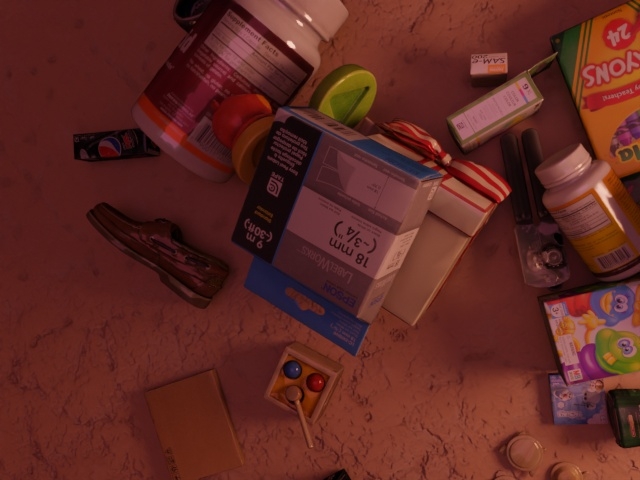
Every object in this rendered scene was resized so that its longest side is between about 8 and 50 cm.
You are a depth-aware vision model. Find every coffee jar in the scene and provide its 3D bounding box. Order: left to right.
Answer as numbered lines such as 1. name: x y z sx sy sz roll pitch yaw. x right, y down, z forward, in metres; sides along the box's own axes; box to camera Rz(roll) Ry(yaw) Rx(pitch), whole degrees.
1. coffee jar: 0.582 0.288 1.095 0.184 0.079 0.096 -10 88 14

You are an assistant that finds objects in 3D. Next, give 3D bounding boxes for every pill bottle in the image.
1. pill bottle: -0.144 -0.319 1.203 0.224 0.224 0.392 42 99 11
2. pill bottle: 0.442 -0.047 1.062 0.117 0.117 0.215 -35 95 12

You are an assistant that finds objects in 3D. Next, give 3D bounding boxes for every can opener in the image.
1. can opener: 0.376 -0.051 1.158 0.076 0.095 0.283 -11 75 18

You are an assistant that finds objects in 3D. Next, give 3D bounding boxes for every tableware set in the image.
1. tableware set: 0.386 0.435 1.175 0.168 0.020 0.141 30 95 14

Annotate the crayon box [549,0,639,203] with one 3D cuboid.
1. crayon box: 0.536 -0.230 1.090 0.202 0.081 0.318 -22 85 22

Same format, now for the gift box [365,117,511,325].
1. gift box: 0.151 -0.055 1.122 0.255 0.276 0.258 32 113 8

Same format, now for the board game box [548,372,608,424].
1. board game box: 0.452 0.277 1.158 0.090 0.020 0.090 -6 90 14

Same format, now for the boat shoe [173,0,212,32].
1. boat shoe: -0.148 -0.517 1.268 0.324 0.097 0.116 -37 81 12

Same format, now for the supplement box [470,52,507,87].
1. supplement box: 0.296 -0.298 1.156 0.062 0.098 0.036 1 90 14

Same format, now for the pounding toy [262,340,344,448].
1. pounding toy: -0.032 0.287 1.238 0.130 0.100 0.141 26 96 13

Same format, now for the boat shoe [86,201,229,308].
1. boat shoe: -0.319 0.005 1.315 0.307 0.111 0.104 36 95 2

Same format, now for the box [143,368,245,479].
1. box: -0.257 0.380 1.336 0.164 0.021 0.201 -21 85 13

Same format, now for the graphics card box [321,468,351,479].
1. graphics card box: -0.052 0.629 1.249 0.371 0.094 0.233 -33 82 11

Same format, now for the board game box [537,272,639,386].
1. board game box: 0.517 0.130 1.078 0.275 0.144 0.142 -15 86 13

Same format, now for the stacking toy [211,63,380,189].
1. stacking toy: -0.038 -0.189 1.155 0.279 0.309 0.130 -41 64 -6

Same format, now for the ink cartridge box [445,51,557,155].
1. ink cartridge box: 0.324 -0.233 1.143 0.209 0.109 0.062 -31 83 12

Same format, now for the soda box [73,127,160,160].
1. soda box: -0.420 -0.196 1.356 0.169 0.060 0.053 -3 90 14

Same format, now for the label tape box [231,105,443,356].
1. label tape box: 0.000 0.000 0.996 0.240 0.106 0.334 30 112 19
